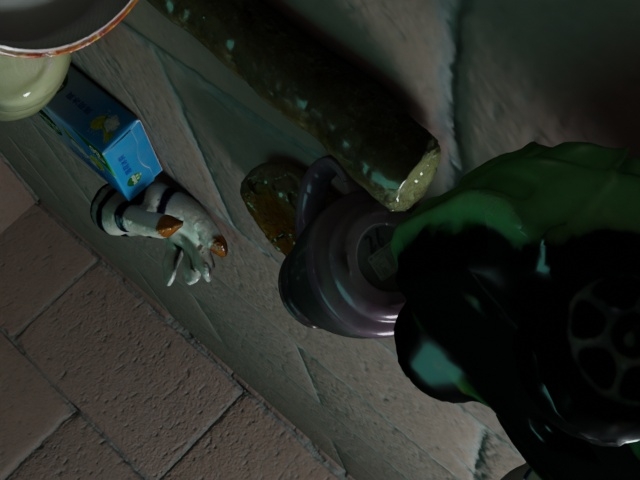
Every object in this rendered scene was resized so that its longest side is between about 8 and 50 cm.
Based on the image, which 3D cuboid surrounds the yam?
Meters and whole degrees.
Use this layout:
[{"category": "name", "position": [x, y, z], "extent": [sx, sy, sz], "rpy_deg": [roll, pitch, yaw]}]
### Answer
[{"category": "yam", "position": [-0.031, -0.124, 0.602], "extent": [0.274, 0.061, 0.061], "rpy_deg": [41, 164, 16]}]

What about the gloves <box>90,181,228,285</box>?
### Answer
[{"category": "gloves", "position": [-0.229, -0.023, 1.299], "extent": [0.218, 0.131, 0.140], "rpy_deg": [10, 140, 18]}]

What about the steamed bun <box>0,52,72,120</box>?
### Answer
[{"category": "steamed bun", "position": [-0.349, -0.253, 0.899], "extent": [0.250, 0.155, 0.200], "rpy_deg": [53, 160, -9]}]

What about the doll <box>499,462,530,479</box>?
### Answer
[{"category": "doll", "position": [0.263, 0.297, 0.791], "extent": [0.221, 0.221, 0.251], "rpy_deg": [36, -175, 28]}]

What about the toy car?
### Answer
[{"category": "toy car", "position": [0.193, 0.097, 0.418], "extent": [0.359, 0.176, 0.213], "rpy_deg": [50, 167, 0]}]

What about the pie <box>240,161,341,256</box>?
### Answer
[{"category": "pie", "position": [0.000, 0.000, 0.876], "extent": [0.195, 0.046, 0.195], "rpy_deg": [37, 163, 14]}]

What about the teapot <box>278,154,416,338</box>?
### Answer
[{"category": "teapot", "position": [0.012, 0.016, 0.721], "extent": [0.148, 0.116, 0.146], "rpy_deg": [52, 153, -6]}]

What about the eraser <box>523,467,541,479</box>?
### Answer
[{"category": "eraser", "position": [0.241, 0.184, 0.638], "extent": [0.150, 0.104, 0.023], "rpy_deg": [37, 171, 25]}]

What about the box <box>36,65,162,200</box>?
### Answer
[{"category": "box", "position": [-0.325, -0.163, 1.227], "extent": [0.194, 0.073, 0.139], "rpy_deg": [39, 164, 19]}]

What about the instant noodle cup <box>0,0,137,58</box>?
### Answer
[{"category": "instant noodle cup", "position": [-0.223, -0.225, 0.516], "extent": [0.192, 0.250, 0.250], "rpy_deg": [24, 156, 32]}]
